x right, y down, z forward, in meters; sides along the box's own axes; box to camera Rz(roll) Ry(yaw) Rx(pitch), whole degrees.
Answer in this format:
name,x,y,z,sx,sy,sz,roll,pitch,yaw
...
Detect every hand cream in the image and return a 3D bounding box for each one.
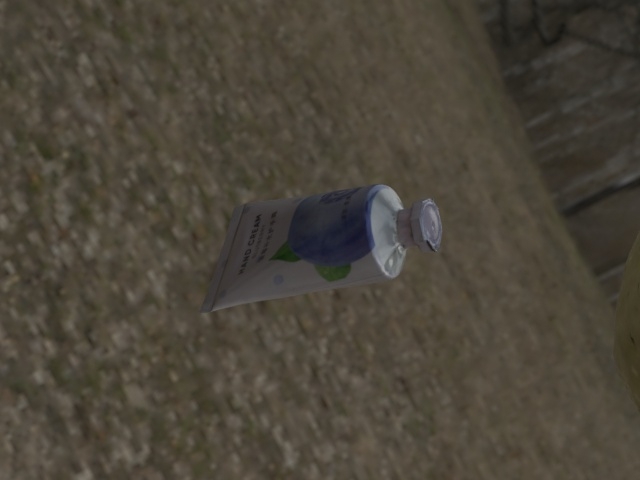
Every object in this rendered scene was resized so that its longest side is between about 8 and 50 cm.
name,x,y,z,sx,sy,sz,roll,pitch,yaw
hand cream,0.000,0.000,0.866,0.053,0.142,0.084,59,35,-40

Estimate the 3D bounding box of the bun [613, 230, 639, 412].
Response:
name,x,y,z,sx,sy,sz,roll,pitch,yaw
bun,0.370,0.028,0.964,0.227,0.352,0.349,-159,-121,-67
